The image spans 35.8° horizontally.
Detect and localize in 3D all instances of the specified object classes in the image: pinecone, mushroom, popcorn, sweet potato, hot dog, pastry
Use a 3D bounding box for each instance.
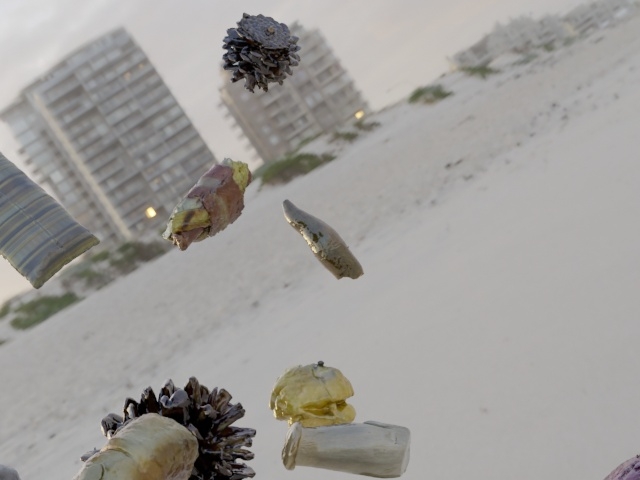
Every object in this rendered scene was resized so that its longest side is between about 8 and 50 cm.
[{"bbox_3d":[-0.104,-0.314,1.678,0.140,0.140,0.120,-33,-22,-57],"label":"pinecone"},{"bbox_3d":[0.057,0.356,1.693,0.247,0.096,0.108,7,3,-20],"label":"mushroom"},{"bbox_3d":[-0.011,0.304,1.883,0.148,0.167,0.152,-66,-11,-62],"label":"popcorn"},{"bbox_3d":[0.000,0.000,2.205,0.077,0.243,0.077,-43,0,0],"label":"sweet potato"},{"bbox_3d":[-0.206,-0.064,1.882,0.213,0.103,0.146,-51,2,-21],"label":"hot dog"},{"bbox_3d":[-0.259,0.370,1.748,0.296,0.242,0.298,-29,18,-2],"label":"pinecone"},{"bbox_3d":[-0.282,0.345,1.403,0.235,0.121,0.257,-49,-13,-13],"label":"pastry"}]

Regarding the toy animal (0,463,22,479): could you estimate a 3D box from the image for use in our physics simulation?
[{"bbox_3d":[-0.565,0.461,1.786,0.195,0.324,0.090,-36,36,5],"label":"toy animal"}]

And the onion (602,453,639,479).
[{"bbox_3d":[0.488,0.361,1.391,0.349,0.159,0.267,-37,-6,-26],"label":"onion"}]

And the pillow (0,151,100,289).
[{"bbox_3d":[-0.385,-0.036,1.236,0.113,0.203,0.038,-45,-9,-38],"label":"pillow"}]
